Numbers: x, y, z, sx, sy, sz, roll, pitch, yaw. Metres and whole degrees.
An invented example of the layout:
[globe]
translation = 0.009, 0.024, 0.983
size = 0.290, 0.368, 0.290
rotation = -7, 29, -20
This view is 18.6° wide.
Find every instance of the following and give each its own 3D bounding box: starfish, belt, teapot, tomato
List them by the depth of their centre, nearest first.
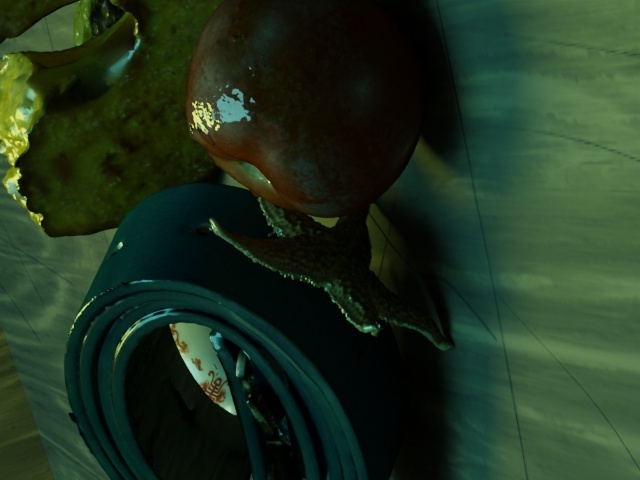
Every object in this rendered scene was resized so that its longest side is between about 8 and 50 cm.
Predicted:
[tomato]
translation = -0.009, -0.126, 1.643
size = 0.208, 0.184, 0.208
rotation = 33, 170, 7
[starfish]
translation = -0.004, 0.003, 1.746
size = 0.048, 0.295, 0.231
rotation = -47, 43, 25
[belt]
translation = -0.080, 0.145, 1.909
size = 0.300, 0.173, 0.436
rotation = 3, 131, 21
[teapot]
translation = -0.097, 0.130, 2.173
size = 0.116, 0.159, 0.245
rotation = -46, 32, 26

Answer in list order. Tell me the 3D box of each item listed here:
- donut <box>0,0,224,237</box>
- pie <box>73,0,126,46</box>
[donut]
translation = -0.213, -0.226, 1.851
size = 0.435, 0.378, 0.163
rotation = 66, -179, -47
[pie]
translation = -0.216, -0.194, 2.296
size = 0.323, 0.071, 0.323
rotation = 51, 152, 41
